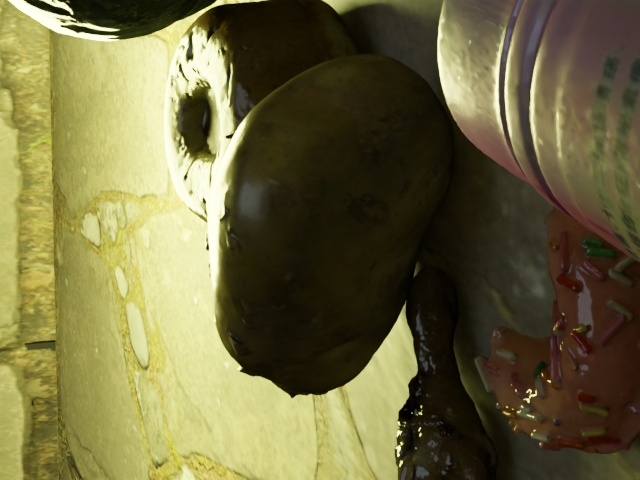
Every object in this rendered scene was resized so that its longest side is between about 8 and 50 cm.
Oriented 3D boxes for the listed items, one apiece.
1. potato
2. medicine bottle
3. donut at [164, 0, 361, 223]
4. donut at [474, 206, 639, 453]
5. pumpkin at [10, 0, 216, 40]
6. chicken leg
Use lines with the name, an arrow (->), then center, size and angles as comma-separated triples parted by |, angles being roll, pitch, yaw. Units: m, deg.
potato -> 0.000, 0.000, 0.925 | 0.141, 0.192, 0.296 | 31, 140, 26
medicine bottle -> 0.167, -0.049, 0.468 | 0.254, 0.152, 0.152 | 43, 133, 53
donut -> -0.050, -0.106, 1.110 | 0.261, 0.128, 0.208 | -168, 77, -67
donut -> 0.145, 0.058, 0.701 | 0.117, 0.065, 0.166 | -117, 30, -49
pumpkin -> -0.140, -0.310, 1.035 | 0.257, 0.328, 0.291 | 52, 176, 3
chicken leg -> 0.084, 0.115, 0.889 | 0.085, 0.069, 0.197 | 73, -165, -73
